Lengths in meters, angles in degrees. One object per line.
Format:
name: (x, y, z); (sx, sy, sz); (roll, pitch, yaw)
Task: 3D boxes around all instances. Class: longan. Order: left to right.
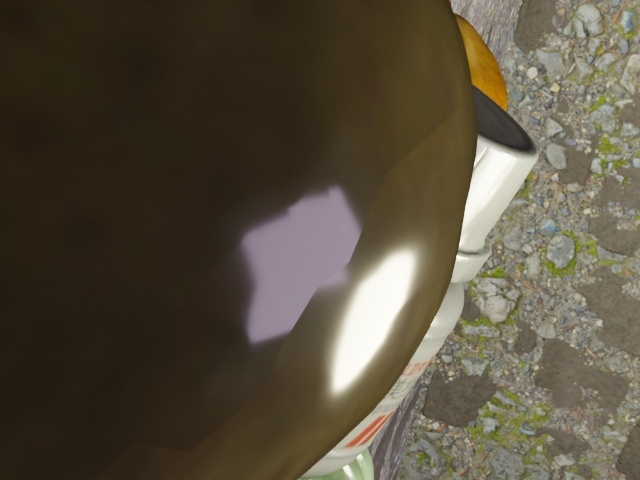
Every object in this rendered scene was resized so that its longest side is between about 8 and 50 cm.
longan: (-0.105, -0.024, 0.559); (0.361, 0.360, 0.361); (19, 90, -78)

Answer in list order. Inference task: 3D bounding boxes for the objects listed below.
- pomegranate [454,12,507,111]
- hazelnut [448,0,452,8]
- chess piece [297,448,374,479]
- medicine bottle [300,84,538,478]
pomegranate: (0.093, -0.148, 1.462); (0.233, 0.233, 0.233); (19, 90, -78)
hazelnut: (0.033, -0.196, 1.176); (0.186, 0.210, 0.210); (97, 16, -58)
chess piece: (-0.090, 0.317, 1.464); (0.299, 0.194, 0.195); (-51, 158, -36)
medicine bottle: (0.000, 0.000, 1.047); (0.306, 0.245, 0.245); (-57, 173, 18)
